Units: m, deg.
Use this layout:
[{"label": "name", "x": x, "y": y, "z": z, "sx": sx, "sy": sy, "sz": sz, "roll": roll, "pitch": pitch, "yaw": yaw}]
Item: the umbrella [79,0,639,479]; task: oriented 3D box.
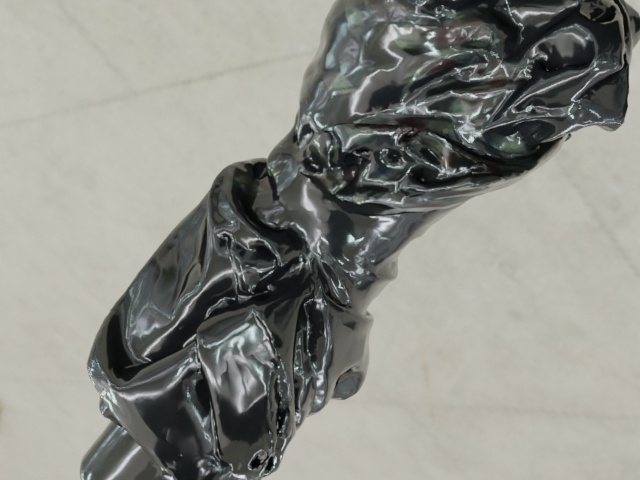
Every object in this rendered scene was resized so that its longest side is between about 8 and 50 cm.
[{"label": "umbrella", "x": 0.000, "y": -0.001, "z": 0.520, "sx": 0.110, "sy": 0.272, "sz": 0.122, "roll": 19, "pitch": -153, "yaw": -40}]
